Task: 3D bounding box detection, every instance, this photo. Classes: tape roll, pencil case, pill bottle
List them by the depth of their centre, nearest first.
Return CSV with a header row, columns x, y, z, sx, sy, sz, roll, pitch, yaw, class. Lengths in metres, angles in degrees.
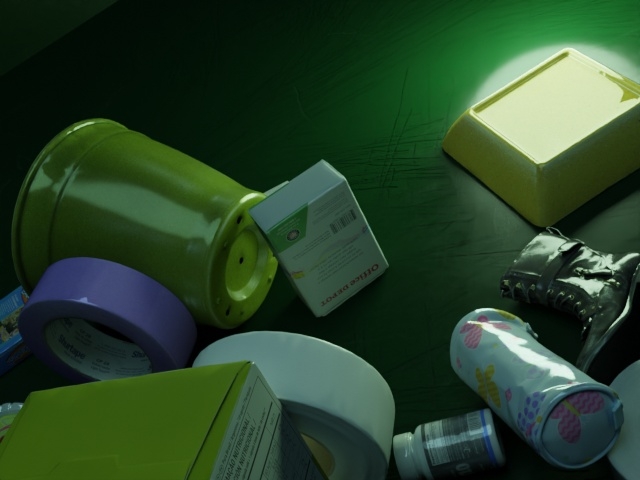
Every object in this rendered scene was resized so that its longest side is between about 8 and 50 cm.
x,y,z,sx,sy,sz,roll,pitch,yaw,class
0.451,0.236,1.046,0.219,0.072,0.219,-16,41,14,tape roll
0.269,0.182,1.120,0.124,0.113,0.273,-5,18,-13,pencil case
-0.045,0.244,1.152,0.286,0.286,0.100,-9,43,21,tape roll
0.170,0.275,1.155,0.137,0.078,0.078,-17,41,13,pill bottle
-0.345,0.150,1.421,0.274,0.275,0.090,-4,46,26,tape roll

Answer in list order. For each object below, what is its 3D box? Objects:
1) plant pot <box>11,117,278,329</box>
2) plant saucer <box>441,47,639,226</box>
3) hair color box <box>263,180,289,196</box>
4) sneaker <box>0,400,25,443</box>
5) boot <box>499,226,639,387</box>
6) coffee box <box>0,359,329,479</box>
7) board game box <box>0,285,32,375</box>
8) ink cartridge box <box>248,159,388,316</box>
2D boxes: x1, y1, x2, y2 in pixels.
x,y,z,sx,sy,sz,roll,pitch,yaw,class
-0.272,-0.001,1.524,0.353,0.366,0.366,15,55,24,plant pot
0.418,-0.211,1.530,0.332,0.081,0.333,-32,40,-6,plant saucer
-0.066,-0.048,1.655,0.072,0.043,0.141,-27,39,1,hair color box
-0.468,0.323,1.470,0.208,0.081,0.094,-12,49,28,sneaker
0.357,0.091,1.255,0.229,0.091,0.263,11,49,43,boot
-0.193,0.385,1.000,0.337,0.334,0.338,-12,35,24,coffee box
-0.610,0.175,1.719,0.210,0.047,0.160,-37,41,-9,board game box
0.000,0.000,1.438,0.154,0.212,0.093,-35,37,-7,ink cartridge box
